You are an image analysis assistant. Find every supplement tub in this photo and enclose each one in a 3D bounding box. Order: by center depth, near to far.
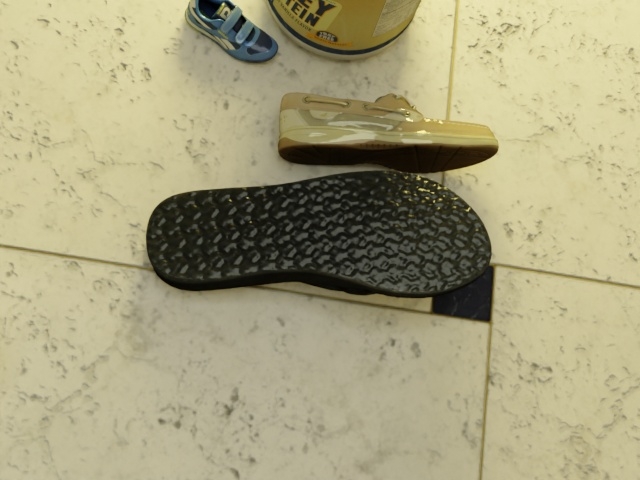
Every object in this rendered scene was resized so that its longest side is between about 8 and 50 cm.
[{"bbox_3d":[0.050,-0.406,1.491,0.228,0.316,0.228,3,71,-8],"label":"supplement tub"}]

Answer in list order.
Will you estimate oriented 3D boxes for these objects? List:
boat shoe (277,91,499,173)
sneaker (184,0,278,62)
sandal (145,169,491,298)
[{"bbox_3d":[0.094,-0.156,1.529,0.302,0.109,0.098,2,72,-3],"label":"boat shoe"},{"bbox_3d":[-0.125,-0.298,1.564,0.144,0.059,0.053,28,67,0],"label":"sneaker"},{"bbox_3d":[-0.001,-0.002,1.474,0.446,0.107,0.167,2,72,5],"label":"sandal"}]
